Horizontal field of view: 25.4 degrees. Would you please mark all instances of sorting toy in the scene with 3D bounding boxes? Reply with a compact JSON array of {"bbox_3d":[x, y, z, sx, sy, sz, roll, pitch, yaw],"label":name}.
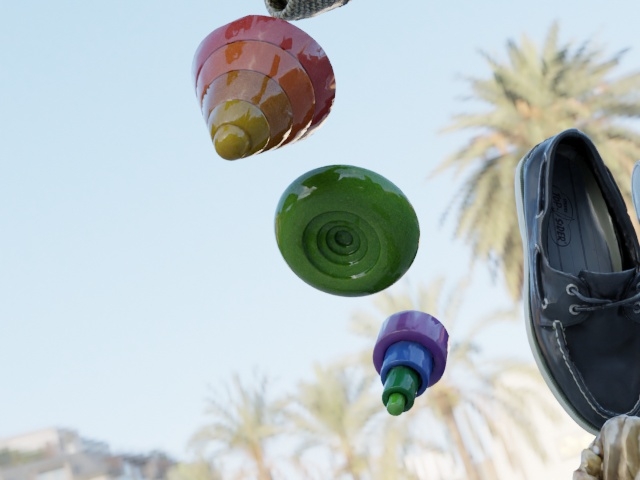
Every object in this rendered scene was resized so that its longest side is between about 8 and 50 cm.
[{"bbox_3d":[0.000,0.000,1.158,0.127,0.365,0.126,-20,24,23],"label":"sorting toy"}]

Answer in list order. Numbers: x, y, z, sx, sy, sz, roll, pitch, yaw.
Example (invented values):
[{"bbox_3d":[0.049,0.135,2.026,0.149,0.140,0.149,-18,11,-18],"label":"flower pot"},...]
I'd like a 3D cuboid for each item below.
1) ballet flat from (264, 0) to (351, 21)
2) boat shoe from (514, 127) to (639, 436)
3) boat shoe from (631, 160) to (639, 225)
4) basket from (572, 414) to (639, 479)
[{"bbox_3d":[-0.078,-0.454,1.509,0.182,0.482,0.164,-33,28,-26],"label":"ballet flat"},{"bbox_3d":[0.289,0.036,1.513,0.127,0.340,0.113,0,-21,-10],"label":"boat shoe"},{"bbox_3d":[0.392,0.003,1.550,0.065,0.206,0.075,-3,-27,-9],"label":"boat shoe"},{"bbox_3d":[0.216,0.242,0.634,0.214,0.299,0.223,-12,-33,12],"label":"basket"}]
